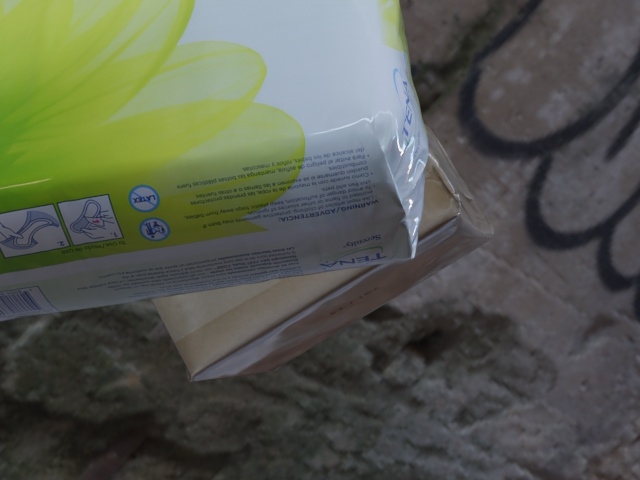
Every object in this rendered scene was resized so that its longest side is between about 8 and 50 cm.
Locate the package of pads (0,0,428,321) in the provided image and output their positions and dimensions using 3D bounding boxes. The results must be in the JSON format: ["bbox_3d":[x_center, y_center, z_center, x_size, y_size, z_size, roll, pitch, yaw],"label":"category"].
[{"bbox_3d":[-0.067,-0.103,0.625,0.101,0.229,0.296,73,10,-47],"label":"package of pads"}]

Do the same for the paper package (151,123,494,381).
[{"bbox_3d":[0.000,0.000,1.288,0.168,0.325,0.309,60,11,12],"label":"paper package"}]
